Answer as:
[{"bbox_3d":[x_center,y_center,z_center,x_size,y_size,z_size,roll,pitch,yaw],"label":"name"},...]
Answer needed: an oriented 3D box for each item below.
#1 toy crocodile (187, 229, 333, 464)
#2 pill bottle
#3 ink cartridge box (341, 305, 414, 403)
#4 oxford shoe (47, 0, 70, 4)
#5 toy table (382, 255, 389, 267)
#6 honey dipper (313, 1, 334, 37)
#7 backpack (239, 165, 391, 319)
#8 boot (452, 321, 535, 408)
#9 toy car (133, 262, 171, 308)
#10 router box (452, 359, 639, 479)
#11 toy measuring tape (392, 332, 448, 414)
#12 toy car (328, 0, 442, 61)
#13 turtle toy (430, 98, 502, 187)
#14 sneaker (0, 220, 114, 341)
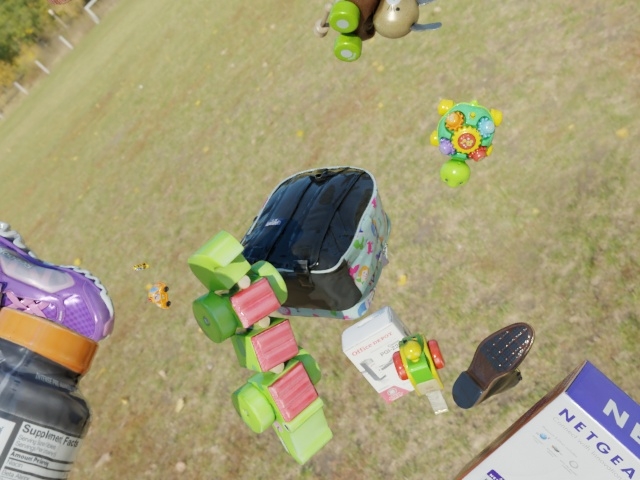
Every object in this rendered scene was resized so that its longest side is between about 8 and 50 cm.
[{"bbox_3d":[-0.070,0.142,0.869,0.115,0.341,0.105,-30,16,-30],"label":"toy crocodile"},{"bbox_3d":[-0.270,0.180,0.536,0.130,0.130,0.246,-5,59,53],"label":"pill bottle"},{"bbox_3d":[0.180,0.302,1.762,0.158,0.218,0.092,-33,19,15],"label":"ink cartridge box"},{"bbox_3d":[-0.317,-0.385,0.773,0.146,0.141,0.397,-37,44,-11],"label":"oxford shoe"},{"bbox_3d":[0.019,-0.004,1.624,0.160,0.252,0.274,-39,65,1],"label":"toy table"},{"bbox_3d":[0.008,-0.428,1.284,0.030,0.030,0.160,-47,4,-3],"label":"honey dipper"},{"bbox_3d":[0.000,0.000,1.094,0.225,0.191,0.254,0,50,28],"label":"backpack"},{"bbox_3d":[0.347,0.232,1.273,0.219,0.106,0.082,-55,54,29],"label":"boot"},{"bbox_3d":[-0.355,0.098,1.382,0.040,0.060,0.122,-16,37,-37],"label":"toy car"},{"bbox_3d":[0.366,0.364,0.848,0.082,0.335,0.301,-31,-24,-43],"label":"router box"},{"bbox_3d":[0.244,0.303,1.566,0.121,0.330,0.122,-11,54,16],"label":"toy measuring tape"},{"bbox_3d":[0.121,-0.411,1.171,0.188,0.149,0.155,5,66,10],"label":"toy car"},{"bbox_3d":[0.207,-0.141,0.964,0.066,0.095,0.130,-74,-5,-57],"label":"turtle toy"},{"bbox_3d":[-0.367,0.065,0.823,0.095,0.236,0.104,-67,-13,22],"label":"sneaker"}]
